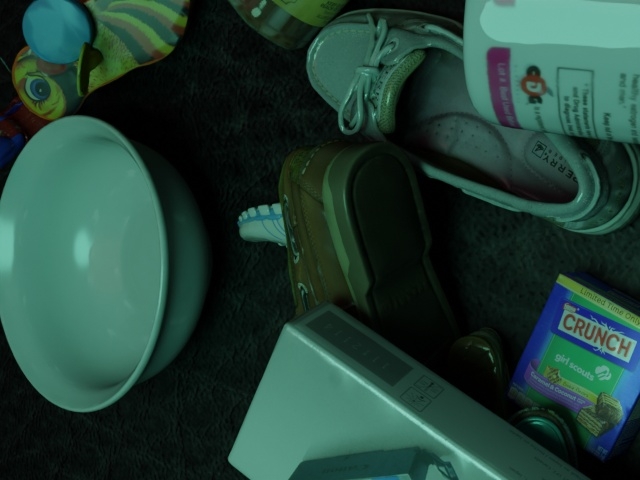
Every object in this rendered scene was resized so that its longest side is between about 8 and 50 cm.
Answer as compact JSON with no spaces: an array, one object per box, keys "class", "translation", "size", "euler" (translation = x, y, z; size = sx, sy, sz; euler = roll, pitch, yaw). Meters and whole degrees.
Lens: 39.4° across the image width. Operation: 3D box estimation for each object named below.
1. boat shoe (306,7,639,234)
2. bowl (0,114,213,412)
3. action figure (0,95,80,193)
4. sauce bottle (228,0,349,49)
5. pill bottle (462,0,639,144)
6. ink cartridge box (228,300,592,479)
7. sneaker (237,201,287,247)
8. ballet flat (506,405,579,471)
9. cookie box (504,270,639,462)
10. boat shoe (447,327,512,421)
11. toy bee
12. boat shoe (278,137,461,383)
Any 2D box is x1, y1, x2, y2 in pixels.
[{"class":"boat shoe","translation":[0.098,-0.102,0.694],"size":[0.320,0.103,0.118],"euler":[38,114,33]},{"class":"bowl","translation":[-0.210,0.022,0.940],"size":[0.298,0.134,0.297],"euler":[1,92,40]},{"class":"action figure","translation":[-0.377,-0.093,1.005],"size":[0.091,0.280,0.139],"euler":[48,126,-1]},{"class":"sauce bottle","translation":[0.052,-0.312,0.728],"size":[0.344,0.111,0.111],"euler":[-46,63,28]},{"class":"pill bottle","translation":[0.239,-0.128,0.508],"size":[0.283,0.160,0.160],"euler":[12,98,24]},{"class":"ink cartridge box","translation":[0.062,0.229,0.647],"size":[0.296,0.066,0.261],"euler":[33,120,20]},{"class":"sneaker","translation":[0.000,0.000,0.805],"size":[0.191,0.071,0.083],"euler":[-6,92,41]},{"class":"ballet flat","translation":[0.159,0.205,0.666],"size":[0.070,0.070,0.188],"euler":[13,106,40]},{"class":"cookie box","translation":[0.199,0.090,0.651],"size":[0.092,0.040,0.107],"euler":[33,111,36]},{"class":"boat shoe","translation":[0.131,0.148,0.714],"size":[0.056,0.048,0.153],"euler":[-4,94,30]},{"class":"toy bee","translation":[-0.264,-0.195,0.968],"size":[0.298,0.195,0.162],"euler":[-4,118,24]},{"class":"boat shoe","translation":[0.040,0.066,0.728],"size":[0.104,0.111,0.307],"euler":[7,110,48]}]
